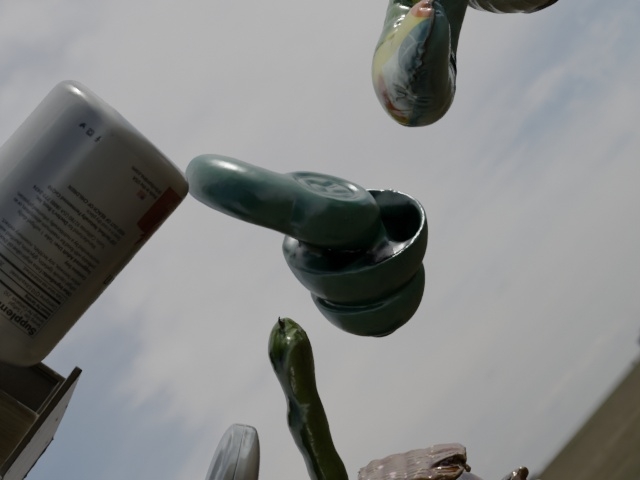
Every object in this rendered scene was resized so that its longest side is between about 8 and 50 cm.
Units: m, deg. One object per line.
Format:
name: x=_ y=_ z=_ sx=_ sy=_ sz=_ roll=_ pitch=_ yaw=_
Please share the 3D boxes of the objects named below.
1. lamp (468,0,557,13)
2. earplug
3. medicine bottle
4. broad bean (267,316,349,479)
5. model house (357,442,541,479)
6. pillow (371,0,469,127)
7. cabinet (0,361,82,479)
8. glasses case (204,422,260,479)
lamp: x=0.202 y=-0.359 z=1.731 sx=0.233 sy=0.233 sz=0.265 roll=-41 pitch=-18 yaw=-31
earplug: x=-0.005 y=0.005 z=1.774 sx=0.257 sy=0.280 sz=0.164 roll=-17 pitch=30 yaw=16
medicine bottle: x=-0.265 y=0.007 z=1.438 sx=0.289 sy=0.157 sz=0.157 roll=-49 pitch=-12 yaw=-4
broad bean: x=0.002 y=0.194 z=1.520 sx=0.052 sy=0.256 sz=0.052 roll=-22 pitch=-3 yaw=-13
model house: x=0.154 y=0.337 z=2.032 sx=0.220 sy=0.229 sz=0.199 roll=-62 pitch=3 yaw=24
pillow: x=0.106 y=-0.223 z=1.517 sx=0.214 sy=0.086 sz=0.233 roll=105 pitch=179 yaw=-72
cabinet: x=-0.372 y=0.178 z=1.638 sx=0.148 sy=0.174 sz=0.215 roll=-56 pitch=0 yaw=-32
glasses case: x=-0.088 y=0.251 z=1.428 sx=0.076 sy=0.049 sz=0.197 roll=-80 pitch=4 yaw=-60
